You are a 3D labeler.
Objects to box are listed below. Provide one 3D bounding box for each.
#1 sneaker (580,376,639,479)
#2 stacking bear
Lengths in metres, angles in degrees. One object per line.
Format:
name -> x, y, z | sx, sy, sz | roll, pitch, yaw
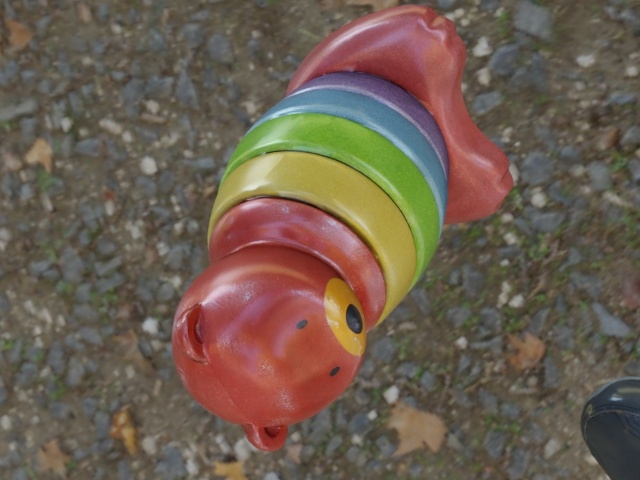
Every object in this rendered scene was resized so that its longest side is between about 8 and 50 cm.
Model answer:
sneaker -> 0.242, 0.191, 0.653 | 0.267, 0.106, 0.101 | 48, 140, 24
stacking bear -> 0.000, 0.000, 0.740 | 0.164, 0.289, 0.175 | -8, 124, 30
